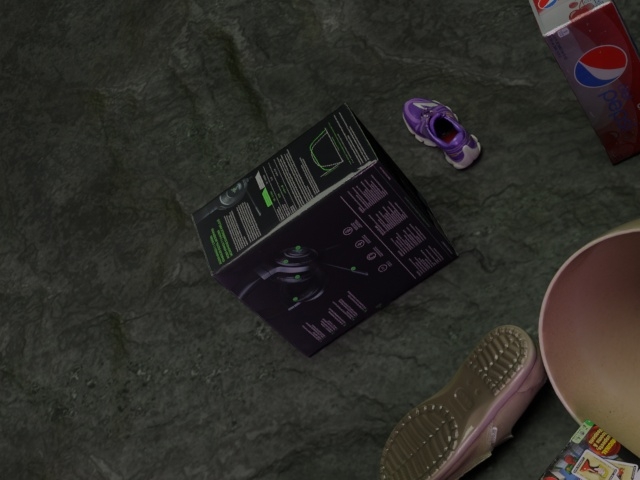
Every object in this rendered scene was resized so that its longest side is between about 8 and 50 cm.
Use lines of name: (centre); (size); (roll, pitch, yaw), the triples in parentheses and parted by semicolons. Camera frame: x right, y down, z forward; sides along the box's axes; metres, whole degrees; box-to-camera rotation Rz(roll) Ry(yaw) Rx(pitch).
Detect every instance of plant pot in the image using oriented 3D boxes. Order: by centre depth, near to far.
plant pot: (0.399, 0.084, 1.110); (0.284, 0.284, 0.191); (2, 23, 37)

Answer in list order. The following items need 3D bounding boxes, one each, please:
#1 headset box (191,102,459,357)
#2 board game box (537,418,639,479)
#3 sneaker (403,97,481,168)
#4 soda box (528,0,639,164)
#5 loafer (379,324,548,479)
headset box: (0.000, 0.000, 1.448); (0.283, 0.246, 0.131); (-36, 45, 10)
board game box: (0.244, 0.318, 1.061); (0.136, 0.030, 0.260); (37, 74, 19)
sneaker: (0.176, -0.175, 1.576); (0.068, 0.071, 0.170); (-44, 43, 0)
soda box: (0.356, -0.216, 1.333); (0.092, 0.263, 0.083); (-25, 46, 18)
loafer: (0.178, 0.220, 1.267); (0.268, 0.092, 0.102); (-49, 40, 18)
